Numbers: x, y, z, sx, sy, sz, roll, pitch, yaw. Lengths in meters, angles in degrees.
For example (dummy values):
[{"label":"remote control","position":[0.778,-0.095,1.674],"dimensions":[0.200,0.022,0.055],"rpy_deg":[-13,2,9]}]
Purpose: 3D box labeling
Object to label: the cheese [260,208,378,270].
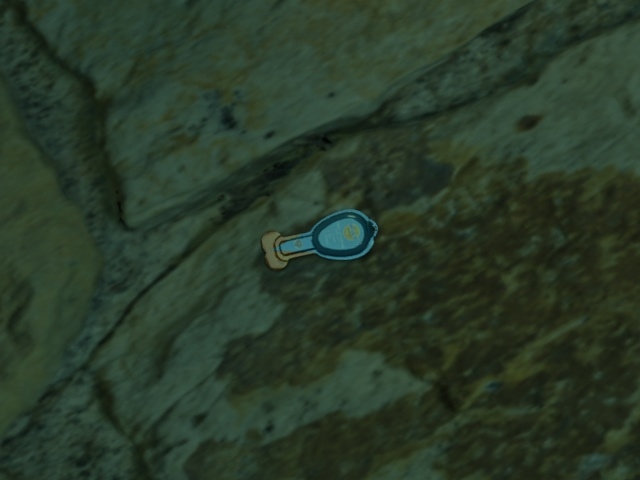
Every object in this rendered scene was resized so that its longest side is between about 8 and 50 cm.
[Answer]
[{"label":"cheese","position":[0.000,0.000,1.789],"dimensions":[0.111,0.017,0.047],"rpy_deg":[-12,83,0]}]
